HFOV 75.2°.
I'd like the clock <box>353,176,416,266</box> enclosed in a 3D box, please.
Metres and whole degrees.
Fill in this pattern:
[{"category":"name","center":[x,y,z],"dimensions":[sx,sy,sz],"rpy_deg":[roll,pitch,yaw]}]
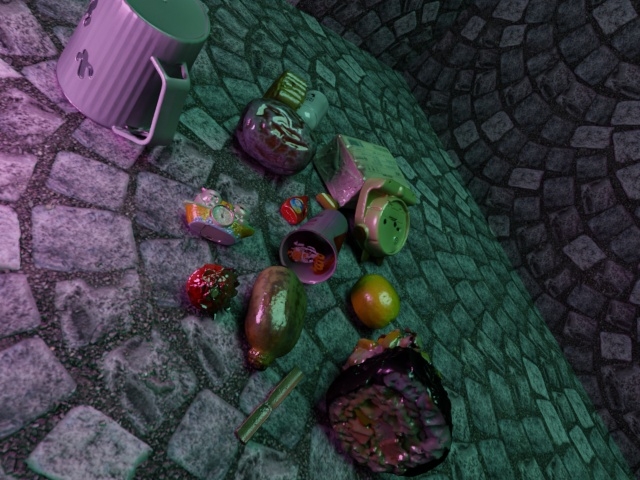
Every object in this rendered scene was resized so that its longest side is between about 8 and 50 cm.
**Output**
[{"category":"clock","center":[0.262,-0.067,1.710],"dimensions":[0.286,0.117,0.348],"rpy_deg":[16,86,-48]}]

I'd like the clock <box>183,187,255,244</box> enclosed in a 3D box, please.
[{"category":"clock","center":[-0.297,-0.071,1.242],"dimensions":[0.231,0.103,0.144],"rpy_deg":[29,49,-26]}]

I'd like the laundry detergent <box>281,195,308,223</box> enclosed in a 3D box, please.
[{"category":"laundry detergent","center":[-0.083,-0.126,1.571],"dimensions":[0.097,0.049,0.165],"rpy_deg":[54,34,-8]}]

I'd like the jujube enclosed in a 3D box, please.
[{"category":"jujube","center":[-0.156,-0.388,1.568],"dimensions":[0.308,0.215,0.246],"rpy_deg":[23,60,-26]}]

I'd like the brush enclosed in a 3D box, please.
[{"category":"brush","center":[-0.125,0.412,1.058],"dimensions":[0.043,0.036,0.248],"rpy_deg":[48,42,3]}]

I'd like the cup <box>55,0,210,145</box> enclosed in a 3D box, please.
[{"category":"cup","center":[-0.492,-0.496,1.177],"dimensions":[0.401,0.392,0.310],"rpy_deg":[48,41,-13]}]

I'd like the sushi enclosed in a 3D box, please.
[{"category":"sushi","center":[0.207,0.434,1.161],"dimensions":[0.328,0.328,0.285],"rpy_deg":[49,24,0]}]

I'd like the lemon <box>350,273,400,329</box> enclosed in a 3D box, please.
[{"category":"lemon","center":[0.193,0.213,1.475],"dimensions":[0.170,0.170,0.207],"rpy_deg":[8,45,-44]}]

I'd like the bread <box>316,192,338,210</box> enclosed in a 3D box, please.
[{"category":"bread","center":[0.032,-0.159,1.728],"dimensions":[0.103,0.049,0.062],"rpy_deg":[50,35,-5]}]

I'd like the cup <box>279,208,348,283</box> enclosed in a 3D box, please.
[{"category":"cup","center":[0.000,0.000,1.447],"dimensions":[0.203,0.203,0.288],"rpy_deg":[46,29,-6]}]

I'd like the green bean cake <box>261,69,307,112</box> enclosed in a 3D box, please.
[{"category":"green bean cake","center":[-0.170,-0.568,1.724],"dimensions":[0.131,0.230,0.224],"rpy_deg":[31,43,-24]}]

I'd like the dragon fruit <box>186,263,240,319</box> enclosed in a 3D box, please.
[{"category":"dragon fruit","center":[-0.277,0.122,1.076],"dimensions":[0.142,0.130,0.121],"rpy_deg":[70,-5,-59]}]

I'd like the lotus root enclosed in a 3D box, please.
[{"category":"lotus root","center":[-0.124,0.208,1.149],"dimensions":[0.173,0.173,0.309],"rpy_deg":[30,48,-27]}]

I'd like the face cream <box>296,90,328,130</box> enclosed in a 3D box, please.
[{"category":"face cream","center":[-0.071,-0.560,1.889],"dimensions":[0.145,0.145,0.369],"rpy_deg":[41,35,-14]}]

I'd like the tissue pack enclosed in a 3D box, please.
[{"category":"tissue pack","center":[0.195,-0.295,1.890],"dimensions":[0.380,0.207,0.297],"rpy_deg":[3,56,-46]}]
